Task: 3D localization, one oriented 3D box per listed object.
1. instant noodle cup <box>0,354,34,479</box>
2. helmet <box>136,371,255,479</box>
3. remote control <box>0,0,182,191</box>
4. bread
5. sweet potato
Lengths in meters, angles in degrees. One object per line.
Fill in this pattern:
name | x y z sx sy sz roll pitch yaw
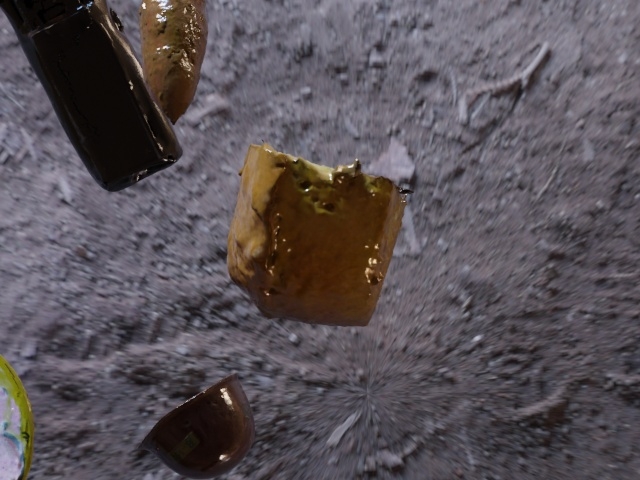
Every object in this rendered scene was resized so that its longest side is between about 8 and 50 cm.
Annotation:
instant noodle cup | -0.572 0.300 1.916 0.325 0.254 0.326 4 72 -12
helmet | -0.155 0.264 1.786 0.175 0.155 0.106 -36 83 22
remote control | -0.305 -0.250 1.643 0.144 0.062 0.399 -23 102 18
bread | 0.000 0.000 1.092 0.143 0.229 0.140 8 87 8
sweet potato | -0.121 -0.189 1.125 0.059 0.068 0.206 2 75 6
